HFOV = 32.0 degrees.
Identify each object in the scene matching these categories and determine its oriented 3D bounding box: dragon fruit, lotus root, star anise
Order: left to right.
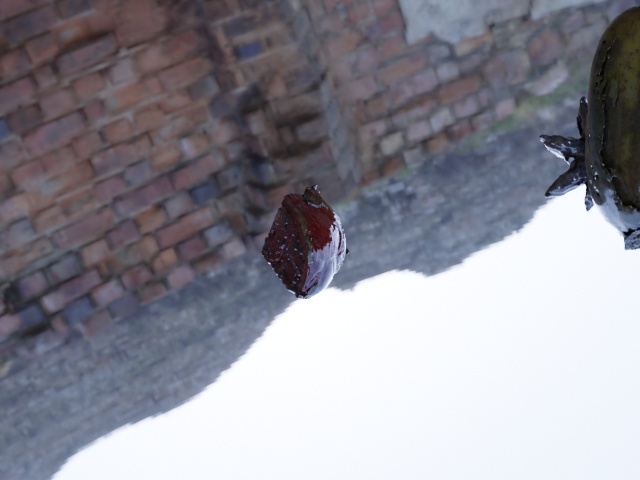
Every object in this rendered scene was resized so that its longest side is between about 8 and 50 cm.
[{"bbox_3d":[0.001,-0.001,1.701,0.161,0.120,0.127,-20,-120,-45],"label":"dragon fruit"},{"bbox_3d":[0.494,-0.141,1.920,0.229,0.236,0.093,-57,172,-2],"label":"star anise"},{"bbox_3d":[0.515,-0.177,1.745,0.195,0.398,0.179,2,-170,13],"label":"lotus root"}]
